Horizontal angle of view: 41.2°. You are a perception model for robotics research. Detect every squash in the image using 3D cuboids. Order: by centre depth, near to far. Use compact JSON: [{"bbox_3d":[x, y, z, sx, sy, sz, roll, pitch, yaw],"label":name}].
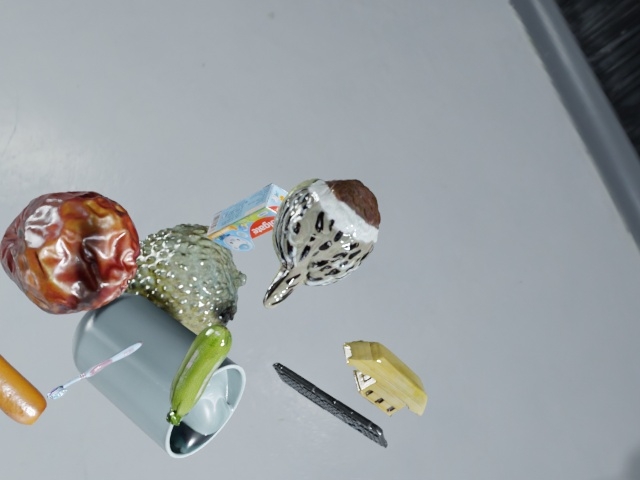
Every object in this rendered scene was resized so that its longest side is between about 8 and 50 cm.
[{"bbox_3d":[-0.168,0.180,1.156,0.052,0.183,0.052,21,31,-14],"label":"squash"}]

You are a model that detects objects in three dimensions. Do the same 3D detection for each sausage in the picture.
[{"bbox_3d":[-0.632,0.288,1.703,0.076,0.076,0.198,-48,111,-25],"label":"sausage"}]

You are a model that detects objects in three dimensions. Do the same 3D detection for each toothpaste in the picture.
[{"bbox_3d":[-0.102,-0.031,1.349,0.070,0.193,0.044,29,62,-26],"label":"toothpaste"}]

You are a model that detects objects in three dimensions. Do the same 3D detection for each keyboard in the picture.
[{"bbox_3d":[0.016,0.317,1.644,0.262,0.106,0.016,28,67,27],"label":"keyboard"}]

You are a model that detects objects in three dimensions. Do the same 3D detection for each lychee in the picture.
[{"bbox_3d":[-0.300,0.090,1.888,0.274,0.255,0.256,-9,78,-9],"label":"lychee"}]

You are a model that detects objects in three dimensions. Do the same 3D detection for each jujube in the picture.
[{"bbox_3d":[-0.449,0.014,1.482,0.216,0.342,0.217,0,90,-34],"label":"jujube"}]

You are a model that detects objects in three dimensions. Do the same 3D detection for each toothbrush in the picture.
[{"bbox_3d":[-0.363,0.209,1.389,0.193,0.019,0.013,-31,123,-46],"label":"toothbrush"}]

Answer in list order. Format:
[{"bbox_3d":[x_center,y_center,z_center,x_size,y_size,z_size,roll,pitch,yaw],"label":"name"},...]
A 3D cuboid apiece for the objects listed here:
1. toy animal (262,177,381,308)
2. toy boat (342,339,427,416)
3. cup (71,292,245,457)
[{"bbox_3d":[0.000,0.000,0.761,0.098,0.098,0.137,36,54,-8],"label":"toy animal"},{"bbox_3d":[0.097,0.219,1.337,0.200,0.077,0.057,44,21,-39],"label":"toy boat"},{"bbox_3d":[-0.322,0.247,1.645,0.312,0.206,0.205,32,61,26],"label":"cup"}]
